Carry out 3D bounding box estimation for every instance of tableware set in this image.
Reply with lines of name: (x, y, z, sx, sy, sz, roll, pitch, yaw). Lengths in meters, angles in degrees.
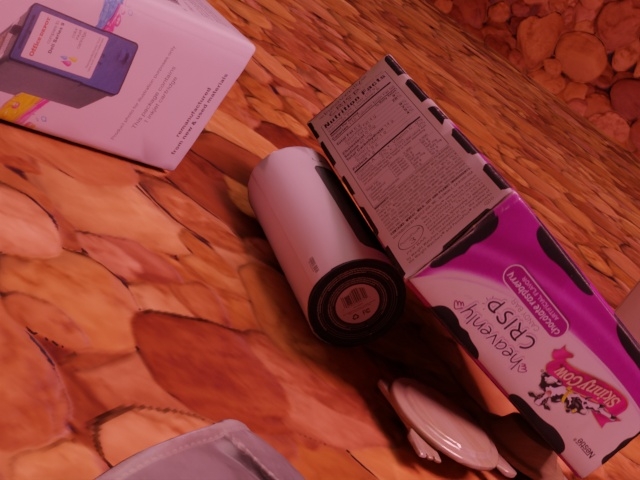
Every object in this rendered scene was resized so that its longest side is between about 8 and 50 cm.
tableware set: (0.106, 0.124, 0.662, 0.168, 0.020, 0.141, 17, 24, -49)

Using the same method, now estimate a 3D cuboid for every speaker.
speaker: (0.000, 0.000, 0.732, 0.055, 0.055, 0.136, 27, 18, -28)

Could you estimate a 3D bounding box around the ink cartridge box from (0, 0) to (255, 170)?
ink cartridge box: (-0.164, -0.135, 0.710, 0.212, 0.093, 0.154, 18, 24, -52)

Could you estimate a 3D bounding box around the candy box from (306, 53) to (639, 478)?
candy box: (0.086, 0.004, 0.737, 0.159, 0.071, 0.233, 48, 7, -25)

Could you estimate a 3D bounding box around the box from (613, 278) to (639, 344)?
box: (0.406, 0.105, 0.971, 0.345, 0.215, 0.168, 26, 19, -29)

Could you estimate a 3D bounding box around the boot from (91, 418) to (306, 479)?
boot: (0.035, 0.140, 0.407, 0.208, 0.076, 0.189, 36, 13, 26)
